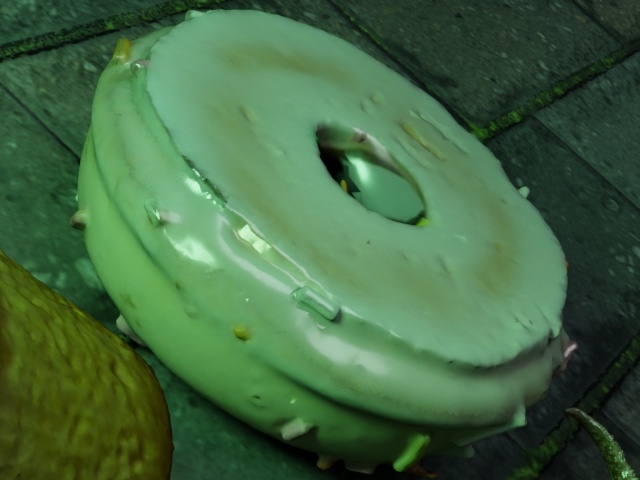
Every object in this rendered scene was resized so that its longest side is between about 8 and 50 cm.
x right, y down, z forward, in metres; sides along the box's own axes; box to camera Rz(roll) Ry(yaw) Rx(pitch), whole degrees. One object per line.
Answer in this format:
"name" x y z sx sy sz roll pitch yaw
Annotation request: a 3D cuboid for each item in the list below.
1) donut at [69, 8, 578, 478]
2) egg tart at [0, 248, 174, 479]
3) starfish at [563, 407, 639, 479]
"donut" 0.000 0.000 1.041 0.382 0.142 0.382 26 33 -19
"egg tart" -0.177 0.100 0.693 0.171 0.215 0.215 29 28 -41
"starfish" 0.249 0.223 1.081 0.238 0.057 0.213 54 27 19
